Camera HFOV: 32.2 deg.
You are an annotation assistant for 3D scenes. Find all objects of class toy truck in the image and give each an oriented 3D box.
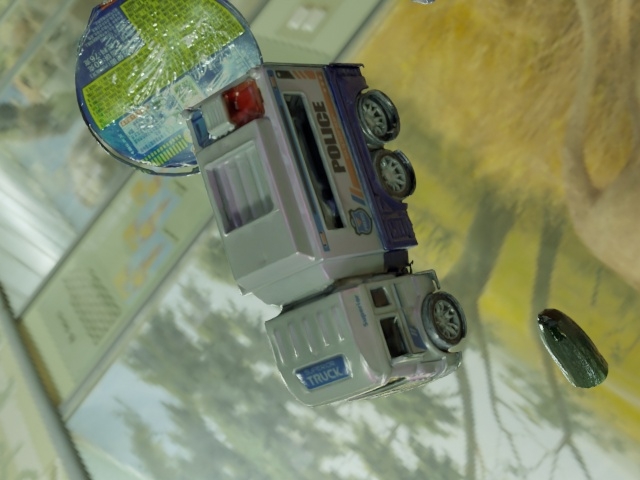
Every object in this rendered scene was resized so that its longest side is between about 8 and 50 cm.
[{"bbox_3d":[0.000,0.000,0.884,0.155,0.124,0.267,-7,-104,-50],"label":"toy truck"}]

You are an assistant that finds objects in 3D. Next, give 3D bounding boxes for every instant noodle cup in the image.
[{"bbox_3d":[-0.220,-0.258,1.719,0.284,0.284,0.312,38,-173,-9],"label":"instant noodle cup"}]

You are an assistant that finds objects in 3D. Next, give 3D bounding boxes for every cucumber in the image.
[{"bbox_3d":[0.271,0.112,1.208,0.105,0.048,0.048,51,172,-25],"label":"cucumber"}]

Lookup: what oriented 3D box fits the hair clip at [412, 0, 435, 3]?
[{"bbox_3d":[0.055,-0.308,0.820,0.090,0.137,0.278,13,137,57],"label":"hair clip"}]
